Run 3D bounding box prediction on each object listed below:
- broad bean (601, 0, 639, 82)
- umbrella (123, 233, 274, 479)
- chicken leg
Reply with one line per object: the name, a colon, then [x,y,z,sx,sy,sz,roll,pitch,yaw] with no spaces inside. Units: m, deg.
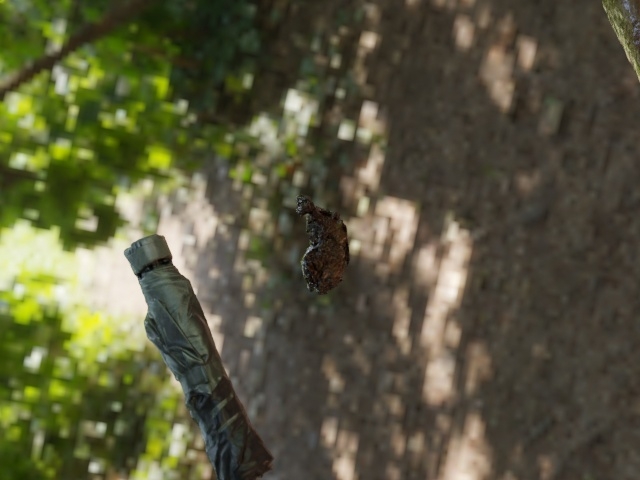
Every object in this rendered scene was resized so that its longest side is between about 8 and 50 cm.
broad bean: [0.213,-0.128,1.112,0.165,0.084,0.114,-113,7,-50]
umbrella: [-0.091,0.087,1.325,0.050,0.046,0.188,-28,84,22]
chicken leg: [0.002,0.001,1.285,0.021,0.036,0.083,37,142,48]
